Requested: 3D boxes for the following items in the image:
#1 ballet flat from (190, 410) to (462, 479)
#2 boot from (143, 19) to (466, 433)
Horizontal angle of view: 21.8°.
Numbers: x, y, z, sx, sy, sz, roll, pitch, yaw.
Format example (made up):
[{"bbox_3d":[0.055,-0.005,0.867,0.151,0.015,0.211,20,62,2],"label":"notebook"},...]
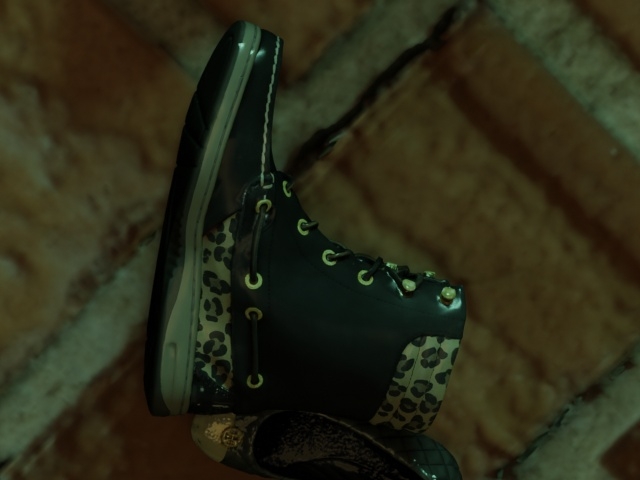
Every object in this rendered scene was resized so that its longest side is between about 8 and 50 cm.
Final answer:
[{"bbox_3d":[0.006,0.129,1.019,0.173,0.049,0.058,13,103,-7],"label":"ballet flat"},{"bbox_3d":[0.000,0.001,0.972,0.178,0.085,0.236,10,103,-12],"label":"boot"}]
